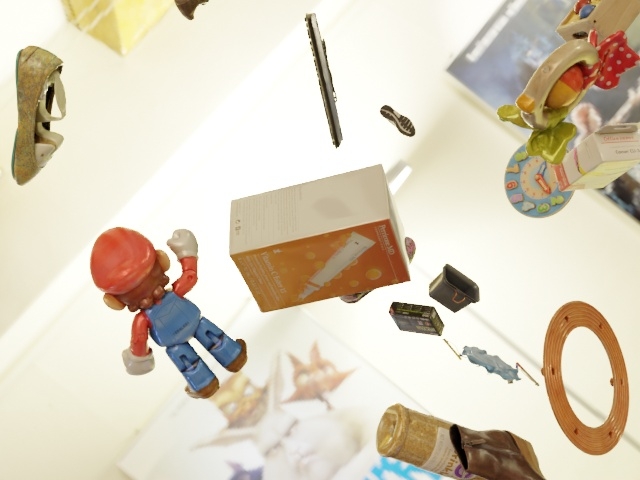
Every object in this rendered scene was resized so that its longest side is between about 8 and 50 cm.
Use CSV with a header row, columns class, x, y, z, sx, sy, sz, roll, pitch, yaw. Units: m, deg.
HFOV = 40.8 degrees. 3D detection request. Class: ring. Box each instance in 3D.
class,x,y,z,sx,sy,sz,roll,pitch,yaw
ring,0.579,0.300,1.890,0.032,0.337,0.336,-16,23,46

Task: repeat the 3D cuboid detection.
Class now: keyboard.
class,x,y,z,sx,sy,sz,roll,pitch,yaw
keyboard,0.008,-0.387,2.064,0.033,0.317,0.201,-10,16,9

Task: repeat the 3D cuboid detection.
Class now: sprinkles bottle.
class,x,y,z,sx,sy,sz,roll,pitch,yaw
sprinkles bottle,0.297,0.460,1.868,0.121,0.355,0.121,-57,19,33

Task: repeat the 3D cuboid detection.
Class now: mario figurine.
class,x,y,z,sx,sy,sz,roll,pitch,yaw
mario figurine,-0.266,0.108,1.462,0.170,0.321,0.198,-23,21,39

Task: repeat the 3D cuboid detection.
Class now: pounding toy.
class,x,y,z,sx,sy,sz,roll,pitch,yaw
pounding toy,0.556,-0.448,1.842,0.206,0.094,0.181,-51,15,-7

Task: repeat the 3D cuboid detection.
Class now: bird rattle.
class,x,y,z,sx,sy,sz,roll,pitch,yaw
bird rattle,0.421,-0.257,1.456,0.253,0.143,0.207,-44,-25,16

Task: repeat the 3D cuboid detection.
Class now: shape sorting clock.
class,x,y,z,sx,sy,sz,roll,pitch,yaw
shape sorting clock,0.554,-0.159,2.180,0.040,0.206,0.206,8,-54,-50

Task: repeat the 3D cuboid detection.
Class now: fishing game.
class,x,y,z,sx,sy,sz,roll,pitch,yaw
fishing game,0.469,0.347,2.373,0.041,0.264,0.189,-66,22,12

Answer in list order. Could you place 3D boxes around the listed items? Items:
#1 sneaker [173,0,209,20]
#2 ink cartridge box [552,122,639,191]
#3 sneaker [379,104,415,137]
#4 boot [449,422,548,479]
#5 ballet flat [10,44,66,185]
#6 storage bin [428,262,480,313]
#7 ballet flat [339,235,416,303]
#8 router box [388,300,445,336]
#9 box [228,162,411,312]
class,x,y,z,sx,sy,sz,roll,pitch,yaw
sneaker,-0.284,-0.593,2.020,0.188,0.066,0.071,-59,-33,-32
ink cartridge box,0.588,-0.172,1.785,0.115,0.067,0.198,-7,-18,-19
sneaker,0.190,-0.285,2.061,0.040,0.109,0.043,-48,-22,10
boot,0.372,0.485,1.736,0.090,0.206,0.248,-58,30,30
ballet flat,-0.642,-0.271,1.978,0.123,0.123,0.349,-43,-30,-57
storage bin,0.375,0.149,2.456,0.091,0.135,0.098,-45,22,34
ballet flat,0.135,0.069,1.970,0.221,0.077,0.079,-36,-2,-6
router box,0.242,0.198,2.173,0.092,0.122,0.038,55,-130,-45
box,0.000,0.000,1.857,0.215,0.345,0.168,66,-165,-45
